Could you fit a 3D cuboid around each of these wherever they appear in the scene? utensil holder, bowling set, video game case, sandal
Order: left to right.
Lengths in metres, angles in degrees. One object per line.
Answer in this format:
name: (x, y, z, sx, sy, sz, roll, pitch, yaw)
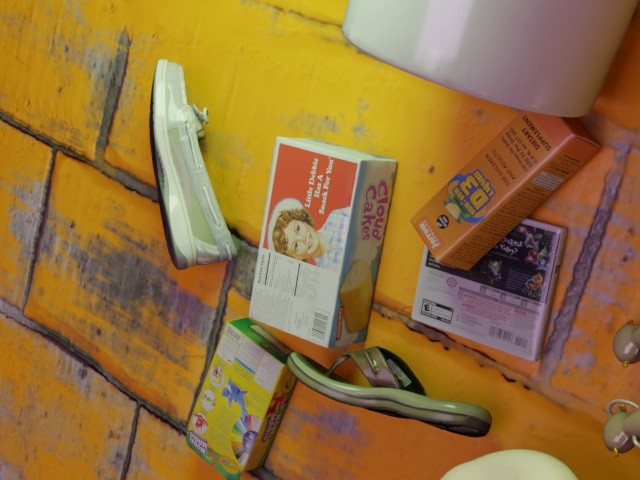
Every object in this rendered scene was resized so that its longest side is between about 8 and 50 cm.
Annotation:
sandal: (0.095, 0.190, 1.510, 0.302, 0.120, 0.086, 10, 81, 31)
video game case: (0.212, 0.045, 1.453, 0.190, 0.022, 0.173, 18, 104, 37)
utensil holder: (0.222, -0.365, 1.231, 0.327, 0.327, 0.386, 30, 113, 33)
bowling set: (0.413, 0.222, 1.225, 0.154, 0.199, 0.287, -37, 26, 54)

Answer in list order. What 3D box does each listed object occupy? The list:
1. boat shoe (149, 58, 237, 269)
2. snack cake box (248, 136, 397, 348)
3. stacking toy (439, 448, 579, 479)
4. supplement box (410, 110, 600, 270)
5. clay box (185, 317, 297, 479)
boat shoe: (-0.199, -0.118, 1.720, 0.118, 0.103, 0.321, 139, 122, -75)
snack cake box: (0.000, 0.000, 1.572, 0.152, 0.089, 0.264, 19, 104, 37)
stacking toy: (0.284, 0.494, 1.246, 0.480, 0.351, 0.350, 42, 124, -13)
supplement box: (0.222, -0.067, 1.383, 0.233, 0.080, 0.078, -47, 58, 25)
clay box: (-0.118, 0.244, 1.703, 0.127, 0.053, 0.222, 34, 114, 31)
